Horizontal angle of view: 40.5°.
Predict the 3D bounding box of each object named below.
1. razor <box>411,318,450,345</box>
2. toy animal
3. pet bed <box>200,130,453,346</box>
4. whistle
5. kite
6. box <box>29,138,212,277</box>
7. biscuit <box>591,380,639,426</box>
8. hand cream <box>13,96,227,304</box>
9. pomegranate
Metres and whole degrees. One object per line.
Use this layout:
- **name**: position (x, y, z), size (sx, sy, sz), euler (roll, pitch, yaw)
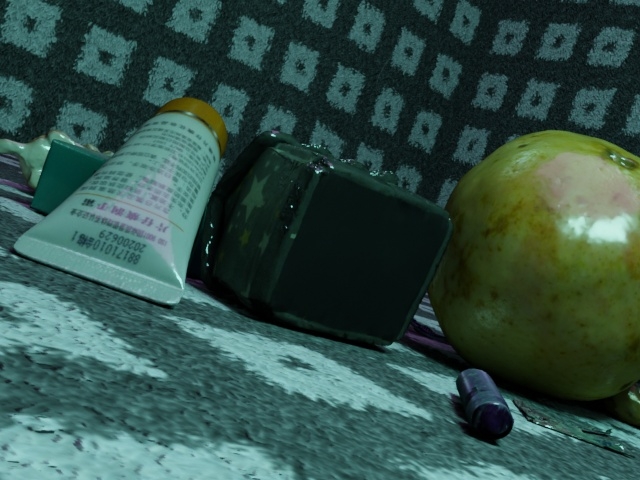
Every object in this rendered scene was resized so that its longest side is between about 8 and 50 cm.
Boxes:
- **razor**: position (0.173, 0.131, 1.227), size (0.154, 0.028, 0.044), euler (20, 1, 36)
- **toy animal**: position (-0.394, -0.115, 1.278), size (0.184, 0.104, 0.185), euler (21, 5, -18)
- **pet bed**: position (0.000, 0.000, 0.900), size (0.211, 0.183, 0.159), euler (16, 10, -38)
- **whistle**: position (0.131, 0.129, 0.704), size (0.033, 0.033, 0.176), euler (20, 1, 5)
- **kite**: position (0.244, 0.179, 0.844), size (0.157, 0.011, 0.139), euler (18, 5, -41)
- **box**: position (-0.201, -0.033, 1.039), size (0.245, 0.092, 0.153), euler (20, 2, 26)
- **biscuit**: position (0.464, 0.195, 1.188), size (0.289, 0.081, 0.334), euler (14, 4, 12)
- **hand cream**: position (-0.154, -0.044, 0.818), size (0.140, 0.089, 0.314), euler (21, 28, -1)
- **pomegranate**: position (0.290, 0.047, 1.049), size (0.342, 0.342, 0.342), euler (20, 2, -1)
